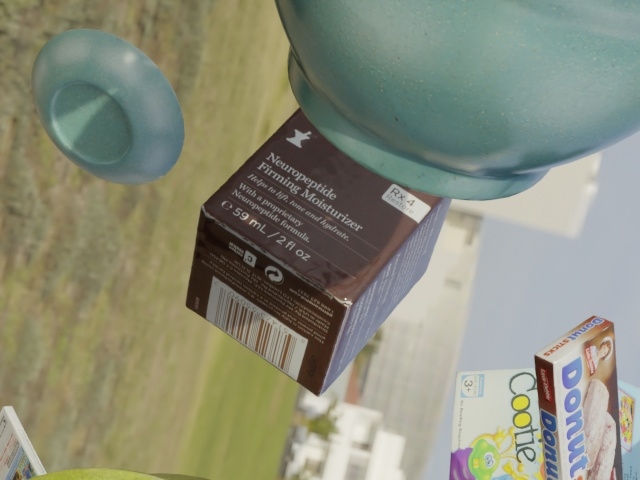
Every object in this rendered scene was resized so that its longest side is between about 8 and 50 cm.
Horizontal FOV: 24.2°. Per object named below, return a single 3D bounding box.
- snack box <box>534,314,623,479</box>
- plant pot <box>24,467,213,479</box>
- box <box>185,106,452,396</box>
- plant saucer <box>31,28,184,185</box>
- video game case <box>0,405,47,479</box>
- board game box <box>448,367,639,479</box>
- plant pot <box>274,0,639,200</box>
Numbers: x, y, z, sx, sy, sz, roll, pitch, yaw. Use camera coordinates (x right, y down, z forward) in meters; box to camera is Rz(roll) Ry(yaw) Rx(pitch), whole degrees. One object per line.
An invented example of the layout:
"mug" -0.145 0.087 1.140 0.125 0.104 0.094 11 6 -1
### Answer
"snack box" 0.189 0.143 1.078 0.064 0.022 0.178 -29 125 -29
"plant pot" -0.036 0.313 0.988 0.353 0.366 0.367 1 104 -62
"box" 0.000 0.000 1.416 0.203 0.168 0.167 -49 164 -34
"plant saucer" -0.243 -0.136 1.632 0.037 0.195 0.195 -52 160 -48
"video game case" -0.296 0.234 1.451 0.122 0.011 0.087 53 -53 35
"board game box" 0.261 0.221 1.475 0.275 0.142 0.144 24 66 -48
"plant pot" 0.091 -0.149 0.838 0.293 0.293 0.196 -74 -174 -49
